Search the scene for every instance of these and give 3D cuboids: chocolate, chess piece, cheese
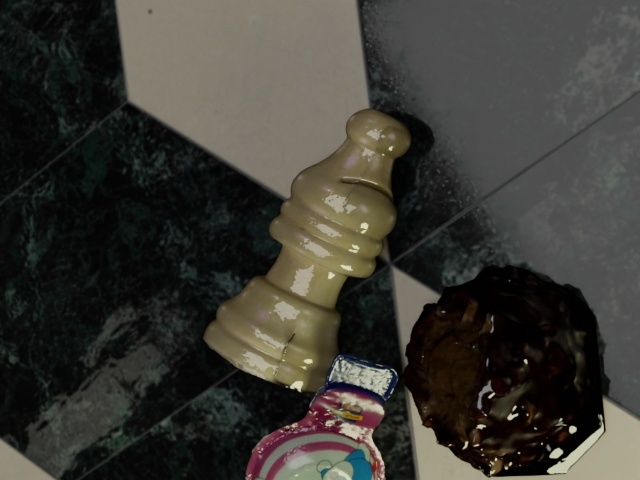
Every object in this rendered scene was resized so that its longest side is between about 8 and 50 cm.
[{"bbox_3d":[0.163,0.140,1.503,0.206,0.177,0.224,-5,90,22],"label":"chocolate"},{"bbox_3d":[0.000,0.000,1.603,0.138,0.124,0.307,34,103,46],"label":"chess piece"},{"bbox_3d":[0.007,0.229,1.603,0.155,0.062,0.244,18,115,-15],"label":"cheese"}]
